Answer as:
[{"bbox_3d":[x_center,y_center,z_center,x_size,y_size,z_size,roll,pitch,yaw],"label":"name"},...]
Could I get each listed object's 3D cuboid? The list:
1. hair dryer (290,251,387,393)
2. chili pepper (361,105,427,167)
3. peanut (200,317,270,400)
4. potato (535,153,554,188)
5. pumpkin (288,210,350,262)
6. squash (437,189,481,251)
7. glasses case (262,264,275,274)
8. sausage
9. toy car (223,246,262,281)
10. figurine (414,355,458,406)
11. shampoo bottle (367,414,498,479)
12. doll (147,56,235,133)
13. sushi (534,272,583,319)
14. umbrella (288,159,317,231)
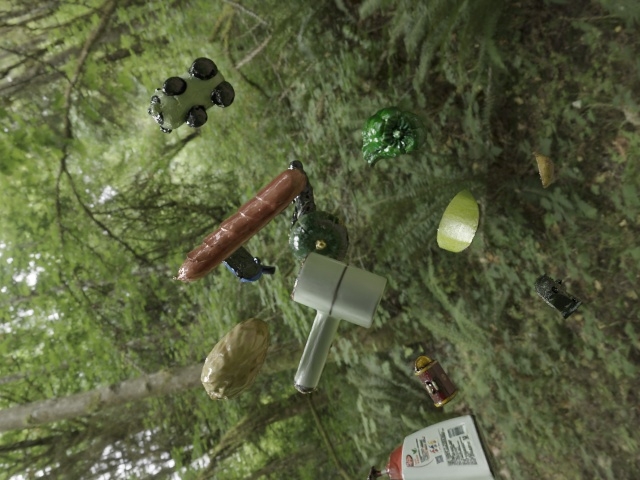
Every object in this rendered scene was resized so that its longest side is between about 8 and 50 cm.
[{"bbox_3d":[0.009,0.224,1.279,0.128,0.203,0.361,-46,-26,-76],"label":"hair dryer"},{"bbox_3d":[0.230,-0.353,1.757,0.385,0.213,0.167,-73,-37,-84],"label":"chili pepper"},{"bbox_3d":[-0.190,0.279,1.225,0.110,0.196,0.233,37,154,7],"label":"peanut"},{"bbox_3d":[0.533,-0.173,1.255,0.037,0.036,0.093,40,-137,-55],"label":"potato"},{"bbox_3d":[-0.001,-0.001,1.652,0.146,0.190,0.190,35,147,60],"label":"pumpkin"},{"bbox_3d":[0.504,-0.043,1.876,0.155,0.204,0.236,26,114,30],"label":"squash"},{"bbox_3d":[-0.215,0.115,2.052,0.023,0.083,0.033,-103,22,-73],"label":"glasses case"},{"bbox_3d":[-0.207,-0.032,1.369,0.088,0.433,0.088,50,-175,-6],"label":"sausage"},{"bbox_3d":[-0.290,0.069,1.855,0.216,0.103,0.063,41,152,20],"label":"toy car"},{"bbox_3d":[0.332,0.420,1.588,0.154,0.082,0.098,57,-163,12],"label":"figurine"},{"bbox_3d":[0.232,0.493,1.176,0.071,0.284,0.153,53,-160,-34],"label":"shampoo bottle"},{"bbox_3d":[-0.344,-0.380,1.407,0.143,0.234,0.135,56,161,-26],"label":"doll"},{"bbox_3d":[0.529,0.120,1.206,0.083,0.056,0.084,25,-155,-19],"label":"sushi"},{"bbox_3d":[-0.057,-0.121,1.902,0.106,0.113,0.357,-39,58,46],"label":"umbrella"}]
